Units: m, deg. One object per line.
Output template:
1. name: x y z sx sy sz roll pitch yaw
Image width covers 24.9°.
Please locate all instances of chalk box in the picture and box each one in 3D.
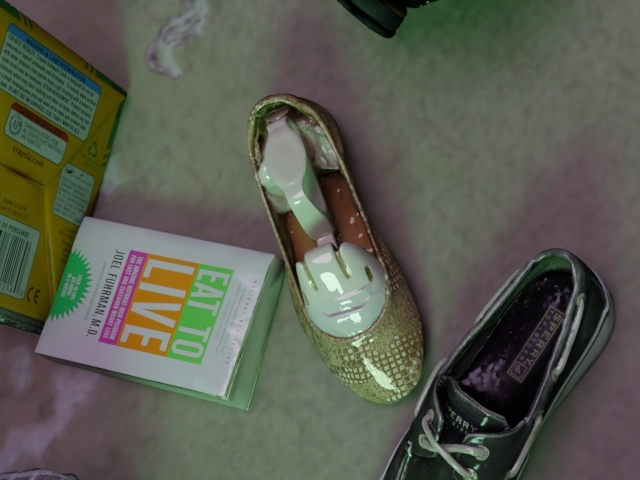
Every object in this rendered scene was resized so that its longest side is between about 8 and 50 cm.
1. chalk box: -0.308 -0.064 0.946 0.289 0.180 0.179 11 79 24

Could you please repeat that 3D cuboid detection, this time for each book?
1. book: -0.100 0.043 0.913 0.144 0.035 0.096 10 75 26

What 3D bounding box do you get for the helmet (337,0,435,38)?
1. helmet: 0.055 -0.207 0.844 0.169 0.161 0.169 -6 73 21

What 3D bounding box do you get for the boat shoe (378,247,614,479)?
1. boat shoe: 0.082 0.101 0.794 0.078 0.070 0.219 28 87 27

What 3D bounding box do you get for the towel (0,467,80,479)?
1. towel: -0.256 0.242 0.801 0.284 0.121 0.235 -7 33 24

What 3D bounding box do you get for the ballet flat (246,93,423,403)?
1. ballet flat: 0.000 0.000 0.860 0.073 0.067 0.206 -29 66 11
